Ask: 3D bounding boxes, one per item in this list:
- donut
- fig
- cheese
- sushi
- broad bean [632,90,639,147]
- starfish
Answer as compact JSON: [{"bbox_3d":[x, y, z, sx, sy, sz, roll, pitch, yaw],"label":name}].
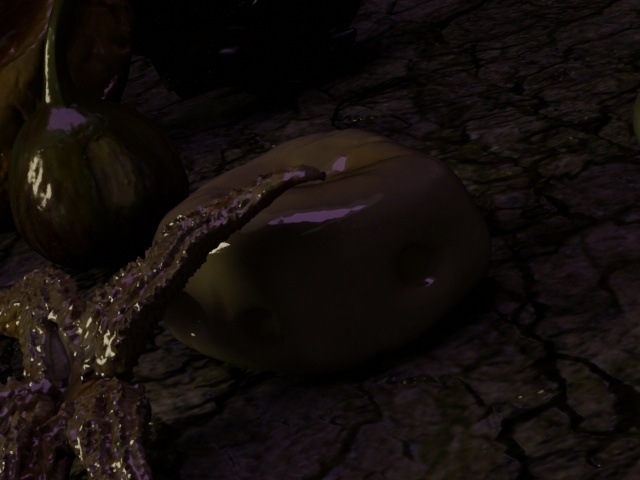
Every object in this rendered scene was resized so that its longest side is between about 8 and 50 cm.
[{"bbox_3d":[-0.311,-0.135,1.600,0.330,0.160,0.330,-33,27,20],"label":"donut"},{"bbox_3d":[-0.192,-0.099,1.366,0.149,0.245,0.149,-9,22,4],"label":"fig"},{"bbox_3d":[0.000,0.000,1.144,0.235,0.117,0.218,-8,21,17],"label":"cheese"},{"bbox_3d":[-0.074,-0.248,1.690,0.215,0.212,0.227,-8,20,44],"label":"sushi"},{"bbox_3d":[0.325,-0.047,1.028,0.263,0.121,0.189,12,28,27],"label":"broad bean"},{"bbox_3d":[-0.137,0.109,0.994,0.301,0.084,0.293,-18,36,28],"label":"starfish"}]
